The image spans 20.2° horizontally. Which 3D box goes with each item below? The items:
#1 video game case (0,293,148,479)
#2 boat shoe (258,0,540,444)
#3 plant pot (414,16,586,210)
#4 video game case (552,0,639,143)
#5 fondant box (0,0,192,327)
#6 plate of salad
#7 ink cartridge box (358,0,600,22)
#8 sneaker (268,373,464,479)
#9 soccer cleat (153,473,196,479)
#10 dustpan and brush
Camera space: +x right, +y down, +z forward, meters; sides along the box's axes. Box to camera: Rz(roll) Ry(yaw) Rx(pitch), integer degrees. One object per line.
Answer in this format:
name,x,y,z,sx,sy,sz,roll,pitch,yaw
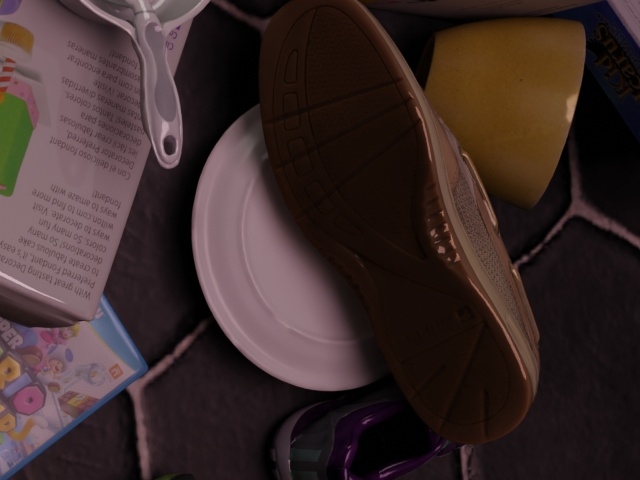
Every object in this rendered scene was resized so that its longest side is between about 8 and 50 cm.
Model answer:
video game case,-0.197,0.078,1.088,0.166,0.015,0.119,-38,108,-27
boat shoe,0.056,-0.020,1.149,0.302,0.109,0.098,63,24,-4
plant pot,0.113,-0.097,1.229,0.095,0.134,0.134,15,80,-7
video game case,0.299,-0.153,1.296,0.244,0.061,0.269,-15,63,-30
fondant box,-0.199,-0.144,1.036,0.238,0.096,0.330,25,72,-29
plate of salad,0.000,0.000,1.190,0.200,0.048,0.199,4,81,-30
ink cartridge box,0.067,-0.244,1.168,0.233,0.168,0.171,4,86,-32
sneaker,0.078,0.118,1.208,0.224,0.098,0.083,-28,104,-29
soccer cleat,-0.113,0.178,1.118,0.179,0.060,0.072,16,71,-37
dustpan and brush,-0.104,-0.142,1.004,0.147,0.060,0.211,-3,87,-33
